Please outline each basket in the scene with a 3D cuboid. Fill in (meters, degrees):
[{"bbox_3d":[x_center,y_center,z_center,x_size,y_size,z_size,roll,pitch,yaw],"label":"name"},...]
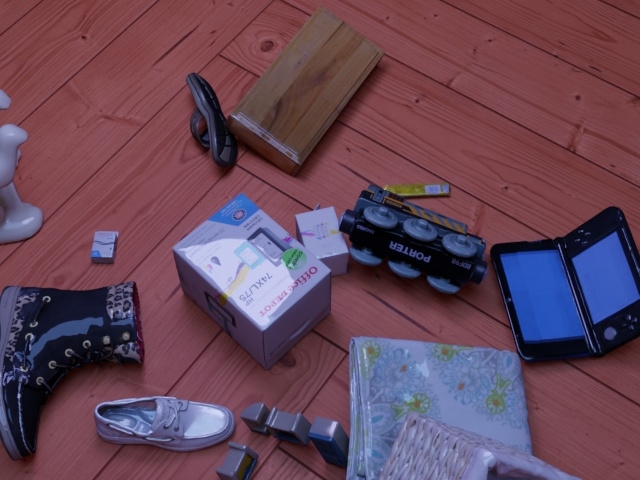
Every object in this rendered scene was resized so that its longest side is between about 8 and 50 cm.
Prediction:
[{"bbox_3d":[0.266,0.500,1.577,0.328,0.266,0.331,24,86,-26],"label":"basket"}]

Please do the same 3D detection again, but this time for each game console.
[{"bbox_3d":[0.530,0.088,1.998,0.173,0.250,0.293,14,52,-35],"label":"game console"}]

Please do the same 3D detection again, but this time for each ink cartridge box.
[{"bbox_3d":[-0.137,0.086,1.978,0.270,0.197,0.198,40,66,21],"label":"ink cartridge box"},{"bbox_3d":[0.000,0.000,2.095,0.090,0.092,0.143,-13,59,-8],"label":"ink cartridge box"},{"bbox_3d":[-0.482,0.008,2.122,0.048,0.028,0.083,1,58,0],"label":"ink cartridge box"}]

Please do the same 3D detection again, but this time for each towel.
[{"bbox_3d":[0.232,0.350,1.848,0.375,0.090,0.320,7,60,-12],"label":"towel"}]

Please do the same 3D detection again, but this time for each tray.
[{"bbox_3d":[-0.032,-0.369,2.298,0.203,0.076,0.411,36,64,-1],"label":"tray"}]

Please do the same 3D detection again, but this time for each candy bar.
[{"bbox_3d":[0.225,-0.115,2.211,0.162,0.018,0.040,-3,62,-3],"label":"candy bar"}]

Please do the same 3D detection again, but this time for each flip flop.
[{"bbox_3d":[-0.275,-0.282,2.268,0.080,0.112,0.277,-31,64,13],"label":"flip flop"}]

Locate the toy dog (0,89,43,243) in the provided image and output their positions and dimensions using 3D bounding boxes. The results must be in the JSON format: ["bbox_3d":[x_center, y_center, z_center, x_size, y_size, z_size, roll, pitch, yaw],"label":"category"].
[{"bbox_3d":[-0.820,-0.196,2.023,0.396,0.408,0.284,-13,59,-9],"label":"toy dog"}]

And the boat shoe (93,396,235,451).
[{"bbox_3d":[-0.309,0.355,1.870,0.277,0.096,0.098,-1,58,-1],"label":"boat shoe"}]

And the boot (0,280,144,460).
[{"bbox_3d":[-0.504,0.244,1.921,0.284,0.138,0.377,-7,53,-5],"label":"boot"}]

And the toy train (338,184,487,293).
[{"bbox_3d":[0.205,-0.007,2.053,0.334,0.142,0.190,20,29,4],"label":"toy train"}]

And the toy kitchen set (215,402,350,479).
[{"bbox_3d":[-0.067,0.427,1.839,0.207,0.122,0.166,8,57,28],"label":"toy kitchen set"}]
